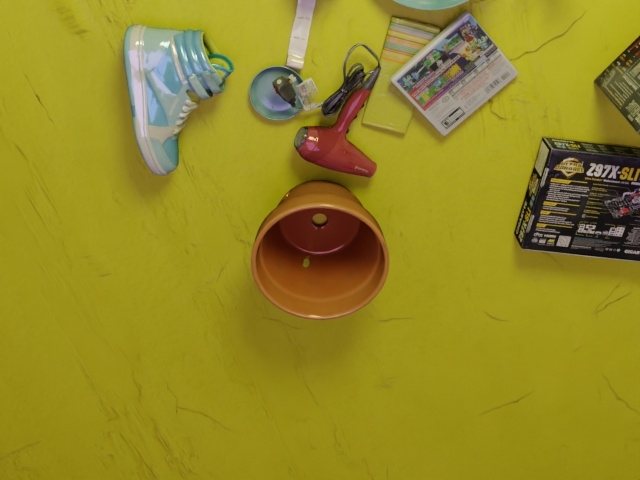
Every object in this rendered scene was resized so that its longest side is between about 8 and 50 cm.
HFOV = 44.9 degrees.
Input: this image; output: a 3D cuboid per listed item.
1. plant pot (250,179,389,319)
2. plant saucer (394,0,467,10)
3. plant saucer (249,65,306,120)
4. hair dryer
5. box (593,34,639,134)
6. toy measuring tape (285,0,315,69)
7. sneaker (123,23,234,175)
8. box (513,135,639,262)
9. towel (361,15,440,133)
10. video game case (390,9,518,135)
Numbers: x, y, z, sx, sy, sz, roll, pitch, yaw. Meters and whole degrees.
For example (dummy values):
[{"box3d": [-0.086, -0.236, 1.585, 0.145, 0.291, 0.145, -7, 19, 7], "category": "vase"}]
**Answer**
[{"box3d": [0.000, 0.000, 1.699, 0.290, 0.203, 0.291, 0, 121, 0], "category": "plant pot"}, {"box3d": [0.193, -0.573, 1.381, 0.317, 0.044, 0.318, 17, 131, 20], "category": "plant saucer"}, {"box3d": [-0.088, -0.310, 1.614, 0.119, 0.021, 0.119, 0, 122, 0], "category": "plant saucer"}, {"box3d": [0.047, -0.241, 1.608, 0.223, 0.080, 0.294, -18, 128, 8], "category": "hair dryer"}, {"box3d": [0.664, -0.320, 1.447, 0.076, 0.307, 0.242, 36, 114, -16], "category": "box"}, {"box3d": [-0.018, -0.468, 1.464, 0.121, 0.121, 0.330, 11, 121, -7], "category": "toy measuring tape"}, {"box3d": [-0.272, -0.279, 1.572, 0.208, 0.127, 0.319, -2, 122, 2], "category": "sneaker"}, {"box3d": [0.624, -0.087, 1.726, 0.322, 0.079, 0.257, 5, 120, -4], "category": "box"}, {"box3d": [0.164, -0.340, 1.601, 0.102, 0.021, 0.237, 14, 121, -3], "category": "towel"}, {"box3d": [0.274, -0.337, 1.583, 0.201, 0.023, 0.183, -39, 122, 18], "category": "video game case"}]
